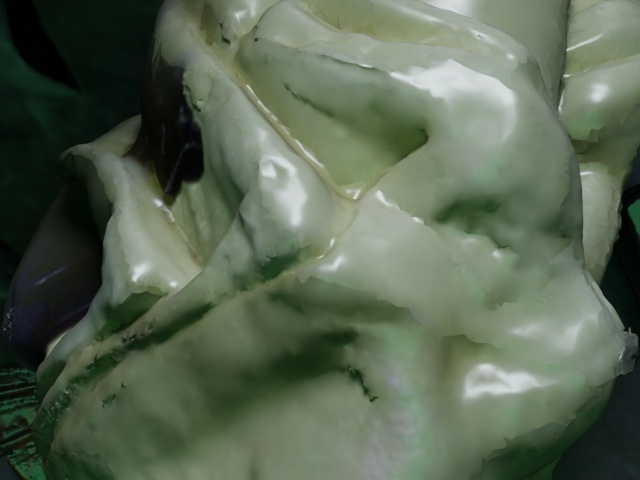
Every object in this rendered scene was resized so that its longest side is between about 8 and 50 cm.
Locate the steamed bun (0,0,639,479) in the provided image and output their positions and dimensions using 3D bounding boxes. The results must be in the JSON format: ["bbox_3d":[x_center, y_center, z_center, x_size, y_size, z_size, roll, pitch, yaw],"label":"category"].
[{"bbox_3d":[0.000,0.000,0.663,0.206,0.320,0.275,23,130,1],"label":"steamed bun"}]

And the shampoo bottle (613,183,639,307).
[{"bbox_3d":[0.167,0.039,0.788,0.048,0.027,0.137,-27,97,9],"label":"shampoo bottle"}]

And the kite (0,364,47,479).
[{"bbox_3d":[-0.112,0.118,0.821,0.160,0.010,0.183,-42,95,7],"label":"kite"}]

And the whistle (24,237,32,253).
[{"bbox_3d":[-0.057,0.084,0.787,0.107,0.057,0.220,-35,95,-14],"label":"whistle"}]
